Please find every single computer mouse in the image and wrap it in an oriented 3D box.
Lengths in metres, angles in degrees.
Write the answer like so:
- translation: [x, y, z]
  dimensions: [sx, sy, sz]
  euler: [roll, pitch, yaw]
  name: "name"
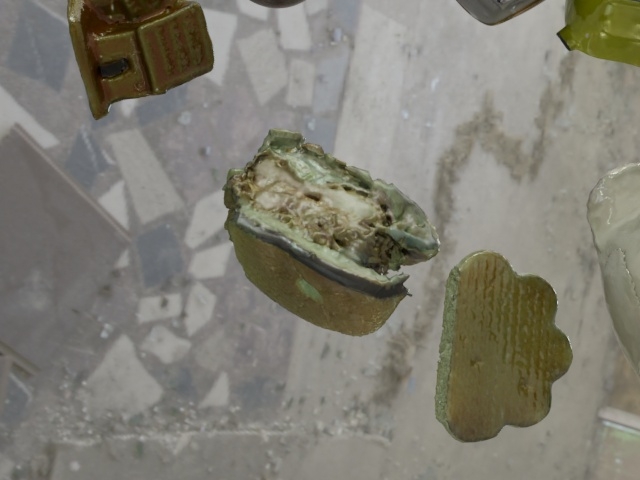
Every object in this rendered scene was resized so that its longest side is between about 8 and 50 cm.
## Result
- translation: [0.311, -0.441, 1.590]
  dimensions: [0.158, 0.310, 0.072]
  euler: [-31, 123, 4]
  name: "computer mouse"

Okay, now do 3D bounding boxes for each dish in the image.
- translation: [0.515, -0.394, 1.507]
  dimensions: [0.108, 0.263, 0.221]
  euler: [59, 41, -69]
  name: "dish"

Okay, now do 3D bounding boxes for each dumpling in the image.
- translation: [0.507, 0.062, 1.243]
  dimensions: [0.181, 0.260, 0.341]
  euler: [48, 26, -54]
  name: "dumpling"

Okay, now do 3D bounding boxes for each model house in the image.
- translation: [-0.326, -0.381, 1.719]
  dimensions: [0.173, 0.239, 0.268]
  euler: [-81, 157, -76]
  name: "model house"

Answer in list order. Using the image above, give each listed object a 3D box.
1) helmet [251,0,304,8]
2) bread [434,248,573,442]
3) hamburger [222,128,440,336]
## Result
- translation: [-0.081, -0.546, 1.823]
  dimensions: [0.216, 0.189, 0.193]
  euler: [-40, 127, -27]
  name: "helmet"
- translation: [0.274, 0.163, 1.406]
  dimensions: [0.207, 0.056, 0.286]
  euler: [12, 83, -13]
  name: "bread"
- translation: [0.000, 0.000, 1.155]
  dimensions: [0.167, 0.288, 0.192]
  euler: [-53, 164, -25]
  name: "hamburger"
